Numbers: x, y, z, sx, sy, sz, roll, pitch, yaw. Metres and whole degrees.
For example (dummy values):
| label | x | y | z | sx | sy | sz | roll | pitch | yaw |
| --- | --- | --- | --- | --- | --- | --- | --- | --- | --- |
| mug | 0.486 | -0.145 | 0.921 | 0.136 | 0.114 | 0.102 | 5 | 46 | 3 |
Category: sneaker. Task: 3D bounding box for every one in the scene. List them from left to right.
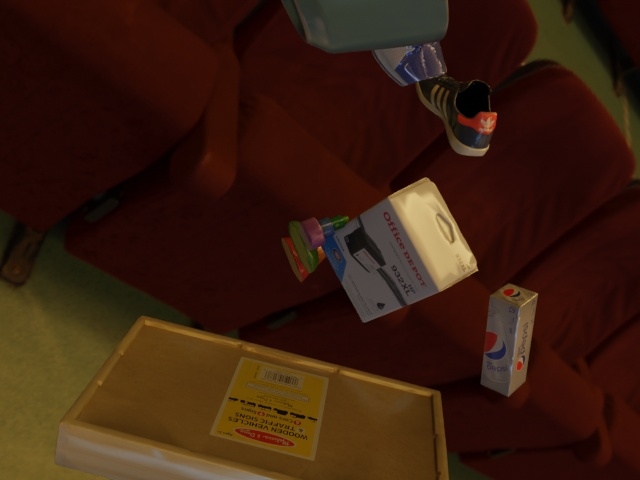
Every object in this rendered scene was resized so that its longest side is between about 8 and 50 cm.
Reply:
| label | x | y | z | sx | sy | sz | roll | pitch | yaw |
| --- | --- | --- | --- | --- | --- | --- | --- | --- | --- |
| sneaker | 0.168 | -0.468 | 1.487 | 0.128 | 0.182 | 0.315 | -27 | 97 | -21 |
| sneaker | 0.360 | -0.376 | 1.957 | 0.131 | 0.148 | 0.350 | -4 | 47 | -23 |

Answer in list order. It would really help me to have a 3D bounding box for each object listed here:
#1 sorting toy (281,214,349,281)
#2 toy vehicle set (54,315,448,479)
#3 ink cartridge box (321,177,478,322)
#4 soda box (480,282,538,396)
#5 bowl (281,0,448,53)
| label | x | y | z | sx | sy | sz | roll | pitch | yaw |
| --- | --- | --- | --- | --- | --- | --- | --- | --- | --- |
| sorting toy | 0.000 | 0.000 | 1.775 | 0.126 | 0.365 | 0.127 | -23 | 82 | -13 |
| toy vehicle set | -0.038 | 0.138 | 0.573 | 0.166 | 0.267 | 0.035 | -70 | 174 | -69 |
| ink cartridge box | 0.161 | 0.029 | 1.658 | 0.129 | 0.307 | 0.223 | -26 | 86 | -33 |
| soda box | 0.499 | 0.265 | 2.015 | 0.098 | 0.091 | 0.286 | -26 | 126 | -41 |
| bowl | 0.019 | -0.363 | 0.952 | 0.311 | 0.163 | 0.311 | 155 | -90 | -89 |
